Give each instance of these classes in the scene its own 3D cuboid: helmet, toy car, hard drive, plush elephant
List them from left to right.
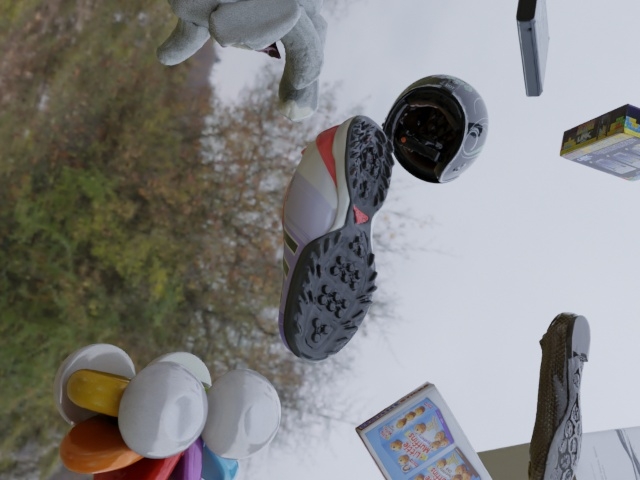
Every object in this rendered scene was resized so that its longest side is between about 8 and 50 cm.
[{"bbox_3d":[-0.133,0.164,0.761,0.159,0.182,0.136,4,-97,48],"label":"toy car"},{"bbox_3d":[-0.123,-0.331,1.267,0.272,0.255,0.330,55,-39,21],"label":"plush elephant"},{"bbox_3d":[0.177,-0.169,1.385,0.161,0.169,0.169,-17,129,-70],"label":"helmet"},{"bbox_3d":[0.250,-0.247,1.062,0.135,0.022,0.094,61,37,-55],"label":"hard drive"}]

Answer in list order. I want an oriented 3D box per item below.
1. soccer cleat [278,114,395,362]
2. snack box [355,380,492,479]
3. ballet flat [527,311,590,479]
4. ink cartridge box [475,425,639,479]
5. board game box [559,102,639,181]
[{"bbox_3d":[0.000,0.000,1.035,0.116,0.109,0.318,-18,-133,41],"label":"soccer cleat"},{"bbox_3d":[0.097,0.191,0.634,0.064,0.178,0.022,-31,-178,-8],"label":"snack box"},{"bbox_3d":[0.301,0.214,1.174,0.058,0.084,0.249,0,-105,42],"label":"ballet flat"},{"bbox_3d":[0.465,0.437,1.631,0.285,0.395,0.166,-28,-115,46],"label":"ink cartridge box"},{"bbox_3d":[0.470,-0.145,1.373,0.170,0.141,0.048,158,-51,-71],"label":"board game box"}]
